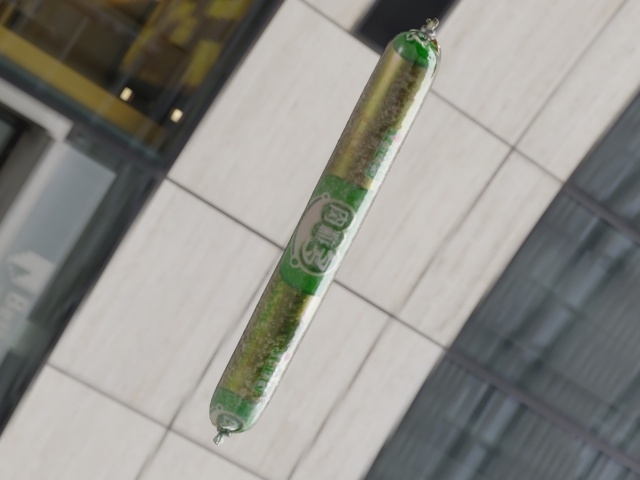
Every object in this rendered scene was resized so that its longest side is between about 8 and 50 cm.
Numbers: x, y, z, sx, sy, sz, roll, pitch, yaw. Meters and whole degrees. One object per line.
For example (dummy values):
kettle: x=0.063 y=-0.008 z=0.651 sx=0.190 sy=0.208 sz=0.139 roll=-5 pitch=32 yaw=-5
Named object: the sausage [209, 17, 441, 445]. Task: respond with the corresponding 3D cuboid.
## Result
sausage: x=0.000 y=0.000 z=0.780 sx=0.269 sy=0.033 sz=0.033 roll=-63 pitch=-160 yaw=16
